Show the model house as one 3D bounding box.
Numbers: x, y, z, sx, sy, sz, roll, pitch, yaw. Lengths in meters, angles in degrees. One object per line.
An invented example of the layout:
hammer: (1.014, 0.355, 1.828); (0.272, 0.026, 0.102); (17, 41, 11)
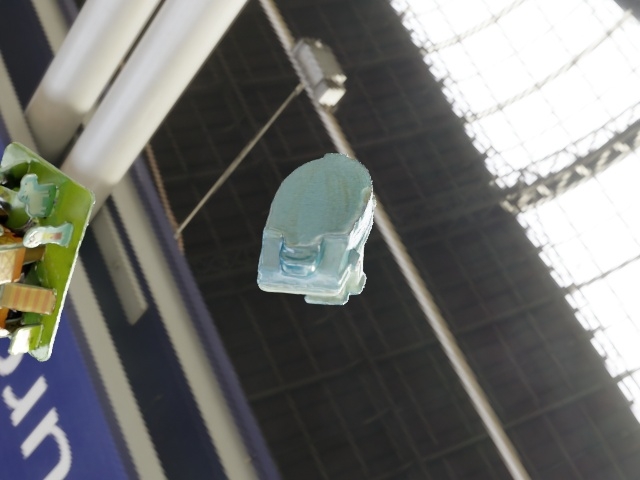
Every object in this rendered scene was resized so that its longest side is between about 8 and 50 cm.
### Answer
model house: (-0.573, 0.023, 1.604); (0.242, 0.358, 0.312); (32, -159, 24)

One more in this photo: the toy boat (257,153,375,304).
toy boat: (0.000, 0.000, 0.872); (0.088, 0.102, 0.215); (5, -150, 8)
